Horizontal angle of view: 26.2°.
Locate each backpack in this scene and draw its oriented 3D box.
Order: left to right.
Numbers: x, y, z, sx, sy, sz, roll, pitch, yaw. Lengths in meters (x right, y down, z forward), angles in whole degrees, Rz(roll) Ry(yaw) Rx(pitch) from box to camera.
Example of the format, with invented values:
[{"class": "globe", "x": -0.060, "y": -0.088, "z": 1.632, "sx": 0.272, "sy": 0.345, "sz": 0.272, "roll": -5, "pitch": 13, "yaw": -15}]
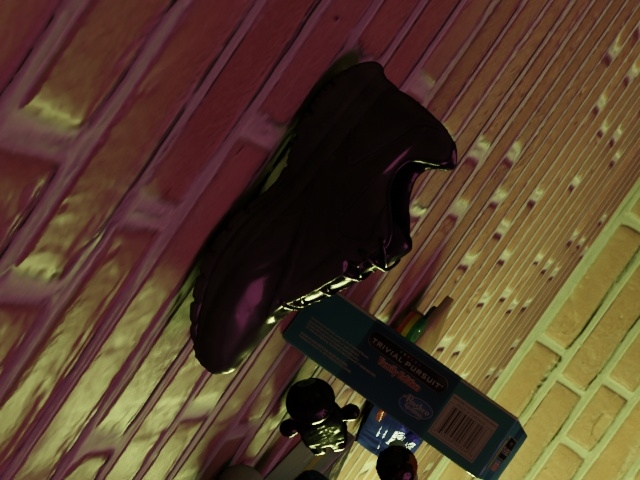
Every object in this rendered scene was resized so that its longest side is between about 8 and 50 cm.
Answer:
[{"class": "backpack", "x": 0.123, "y": 0.279, "z": 2.168, "sx": 0.098, "sy": 0.101, "sz": 0.120, "roll": -51, "pitch": 163, "yaw": -38}]

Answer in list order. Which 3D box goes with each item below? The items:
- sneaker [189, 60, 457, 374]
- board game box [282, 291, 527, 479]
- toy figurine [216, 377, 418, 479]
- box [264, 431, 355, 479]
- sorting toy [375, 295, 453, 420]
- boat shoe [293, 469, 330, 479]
[{"class": "sneaker", "x": 0.000, "y": 0.000, "z": 1.110, "sx": 0.286, "sy": 0.130, "sz": 0.109, "roll": -56, "pitch": 167, "yaw": 10}, {"class": "board game box", "x": 0.109, "y": 0.172, "z": 1.582, "sx": 0.079, "sy": 0.254, "sz": 0.336, "roll": -54, "pitch": 166, "yaw": -3}, {"class": "toy figurine", "x": 0.006, "y": 0.293, "z": 1.617, "sx": 0.213, "sy": 0.209, "sz": 0.148, "roll": -47, "pitch": 152, "yaw": -18}, {"class": "box", "x": -0.048, "y": 0.377, "z": 1.933, "sx": 0.183, "sy": 0.056, "sz": 0.231, "roll": -41, "pitch": 160, "yaw": -41}, {"class": "sorting toy", "x": 0.124, "y": 0.153, "z": 1.991, "sx": 0.132, "sy": 0.046, "sz": 0.274, "roll": -45, "pitch": 162, "yaw": -32}, {"class": "boat shoe", "x": -0.088, "y": 0.389, "z": 1.736, "sx": 0.258, "sy": 0.089, "sz": 0.109, "roll": -53, "pitch": -163, "yaw": 7}]
